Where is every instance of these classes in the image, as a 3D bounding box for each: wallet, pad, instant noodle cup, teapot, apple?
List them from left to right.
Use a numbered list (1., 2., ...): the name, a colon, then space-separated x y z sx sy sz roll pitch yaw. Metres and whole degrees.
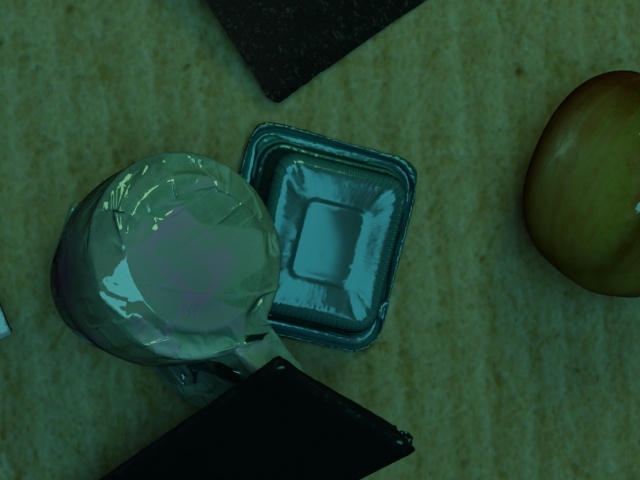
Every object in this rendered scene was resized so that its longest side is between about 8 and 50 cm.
1. teapot: -0.114 0.035 1.320 0.221 0.178 0.163 29 68 -23
2. wallet: -0.072 0.187 1.308 0.146 0.030 0.285 32 131 -29
3. pad: -0.038 -0.305 1.354 0.220 0.004 0.330 -35 111 -8
4. instant noodle cup: 0.000 0.000 1.388 0.157 0.070 0.179 13 90 -12
5. apple: 0.264 -0.043 1.383 0.199 0.199 0.199 -1 94 -10

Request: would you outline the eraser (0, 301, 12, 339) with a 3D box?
1. eraser: -0.371 0.060 1.324 0.210 0.068 0.124 -22 93 -8
